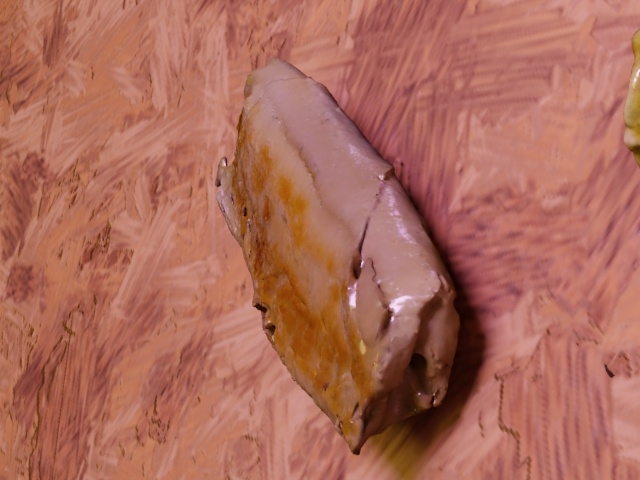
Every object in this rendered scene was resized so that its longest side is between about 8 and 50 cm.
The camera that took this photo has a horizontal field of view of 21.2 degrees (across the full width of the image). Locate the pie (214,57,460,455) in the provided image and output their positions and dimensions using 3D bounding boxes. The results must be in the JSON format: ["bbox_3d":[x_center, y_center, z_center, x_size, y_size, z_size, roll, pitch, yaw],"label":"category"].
[{"bbox_3d":[0.000,0.000,0.956,0.282,0.068,0.128,56,134,51],"label":"pie"}]

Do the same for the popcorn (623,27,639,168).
[{"bbox_3d":[0.173,-0.053,0.683,0.116,0.106,0.121,-75,-10,-68],"label":"popcorn"}]
